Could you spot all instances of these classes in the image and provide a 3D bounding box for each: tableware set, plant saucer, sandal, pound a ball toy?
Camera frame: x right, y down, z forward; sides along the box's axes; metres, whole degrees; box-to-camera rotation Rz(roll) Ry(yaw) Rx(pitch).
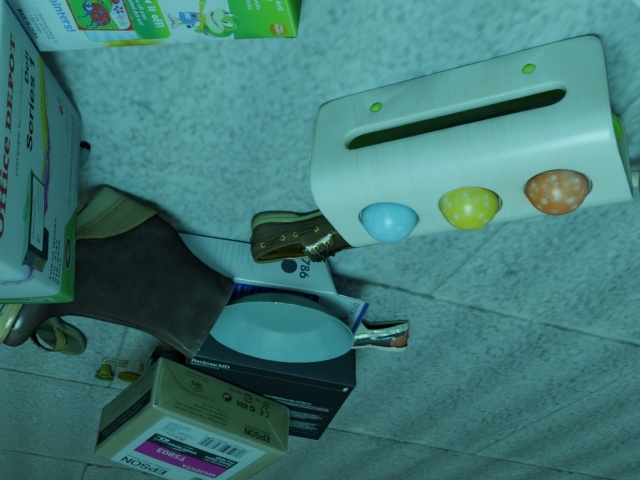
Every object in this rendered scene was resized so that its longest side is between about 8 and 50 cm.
[{"bbox_3d":[-0.342,0.258,1.518,0.154,0.024,0.104,14,149,-16],"label":"tableware set"},{"bbox_3d":[-0.051,0.108,1.070,0.194,0.038,0.195,5,150,3],"label":"plant saucer"},{"bbox_3d":[-0.443,0.153,1.327,0.072,0.049,0.180,1,150,8],"label":"sandal"},{"bbox_3d":[0.177,-0.055,0.776,0.319,0.136,0.208,-9,147,25],"label":"pound a ball toy"}]

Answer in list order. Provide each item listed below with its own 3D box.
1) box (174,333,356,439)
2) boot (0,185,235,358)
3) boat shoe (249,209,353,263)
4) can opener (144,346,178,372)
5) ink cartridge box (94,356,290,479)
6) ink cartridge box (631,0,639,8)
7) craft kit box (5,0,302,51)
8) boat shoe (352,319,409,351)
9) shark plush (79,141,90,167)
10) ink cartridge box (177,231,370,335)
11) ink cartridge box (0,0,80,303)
[{"bbox_3d":[-0.095,0.213,1.290,0.261,0.103,0.184,14,139,-13],"label":"box"},{"bbox_3d":[-0.221,0.068,0.913,0.207,0.248,0.090,40,137,-11],"label":"boot"},{"bbox_3d":[0.000,0.000,0.975,0.177,0.060,0.064,-4,149,15],"label":"boat shoe"},{"bbox_3d":[-0.222,0.276,1.473,0.095,0.076,0.283,-8,147,22],"label":"can opener"},{"bbox_3d":[-0.195,0.291,1.242,0.234,0.088,0.193,27,131,-26],"label":"ink cartridge box"},{"bbox_3d":[0.358,-0.183,0.544,0.272,0.114,0.197,26,144,-32],"label":"ink cartridge box"},{"bbox_3d":[-0.154,-0.245,0.586,0.246,0.061,0.250,2,150,11],"label":"craft kit box"},{"bbox_3d":[0.066,0.138,1.225,0.136,0.049,0.043,4,108,8],"label":"boat shoe"},{"bbox_3d":[-0.311,-0.058,0.920,0.073,0.067,0.161,15,149,-16],"label":"shark plush"},{"bbox_3d":[-0.106,0.066,1.107,0.332,0.065,0.165,11,150,-6],"label":"ink cartridge box"},{"bbox_3d":[-0.293,-0.059,0.692,0.117,0.202,0.278,0,169,-4],"label":"ink cartridge box"}]
